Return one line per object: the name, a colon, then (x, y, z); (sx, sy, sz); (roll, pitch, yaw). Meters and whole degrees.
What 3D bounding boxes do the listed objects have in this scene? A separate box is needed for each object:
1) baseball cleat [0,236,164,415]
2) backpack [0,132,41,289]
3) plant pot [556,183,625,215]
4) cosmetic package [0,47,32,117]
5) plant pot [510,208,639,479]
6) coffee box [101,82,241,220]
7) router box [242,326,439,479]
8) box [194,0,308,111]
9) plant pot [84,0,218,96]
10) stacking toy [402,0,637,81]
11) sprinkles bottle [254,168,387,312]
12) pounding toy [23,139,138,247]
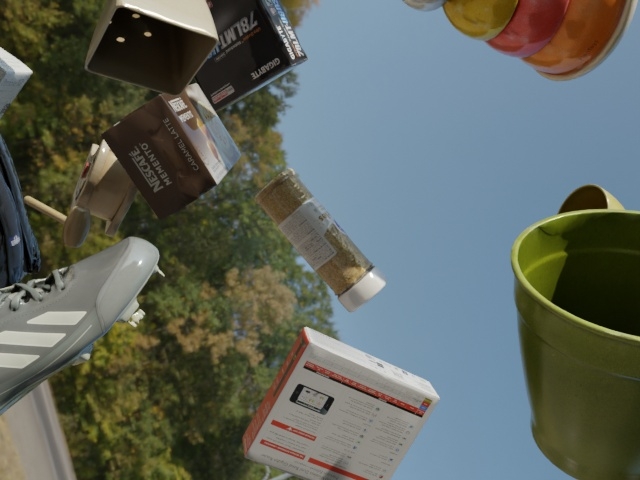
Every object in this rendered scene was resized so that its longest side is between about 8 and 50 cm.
baseball cleat: (-0.198, 0.051, 0.404); (0.109, 0.206, 0.072); (52, -15, -25)
backpack: (-0.695, -0.080, 1.289); (0.290, 0.274, 0.355); (-91, -170, -66)
plant pot: (0.513, -0.026, 1.236); (0.134, 0.095, 0.134); (-162, -90, -71)
cosmetic package: (-0.571, -0.232, 1.020); (0.151, 0.183, 0.151); (37, 6, -16)
plant pot: (0.471, 0.189, 1.063); (0.366, 0.367, 0.352); (45, -36, 52)
coffee box: (-0.205, -0.139, 0.980); (0.141, 0.098, 0.246); (58, 9, -13)
router box: (0.043, 0.392, 1.485); (0.301, 0.336, 0.082); (-60, -164, 10)
box: (-0.205, -0.471, 1.489); (0.296, 0.073, 0.293); (-16, -77, 45)
plant pot: (-0.183, -0.237, 0.723); (0.109, 0.109, 0.096); (-36, -127, 47)
stacking toy: (0.379, -0.532, 1.412); (0.351, 0.481, 0.350); (180, -90, -67)
sprinkles bottle: (0.000, 0.000, 1.569); (0.355, 0.121, 0.121); (49, -23, 0)
pounding toy: (-0.387, -0.107, 1.114); (0.154, 0.155, 0.269); (-62, -155, 14)
